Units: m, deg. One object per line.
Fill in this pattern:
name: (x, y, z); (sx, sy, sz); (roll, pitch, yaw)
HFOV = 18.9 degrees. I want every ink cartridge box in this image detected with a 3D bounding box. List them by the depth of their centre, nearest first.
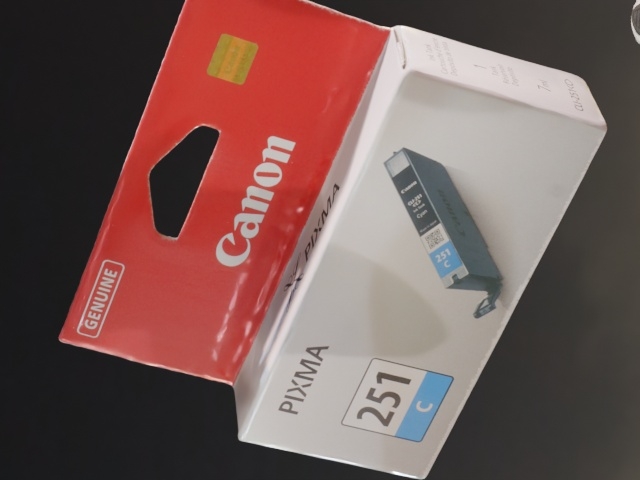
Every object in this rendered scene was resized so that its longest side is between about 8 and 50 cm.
ink cartridge box: (0.000, 0.000, 1.220); (0.066, 0.261, 0.296); (-100, 29, -56)

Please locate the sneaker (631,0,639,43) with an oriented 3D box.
sneaker: (0.209, -0.118, 0.834); (0.071, 0.170, 0.068); (11, -98, -27)
